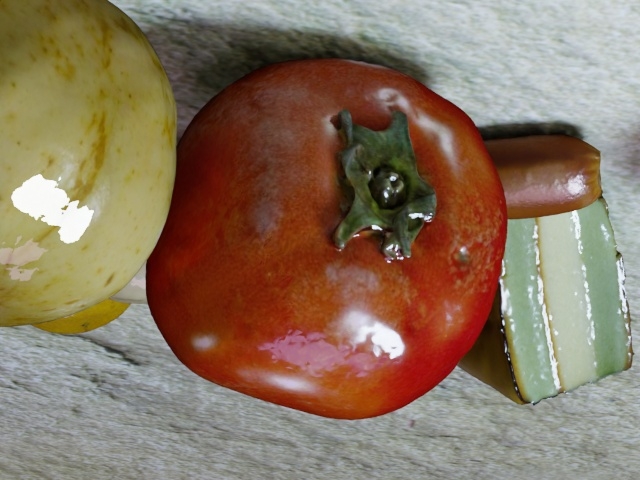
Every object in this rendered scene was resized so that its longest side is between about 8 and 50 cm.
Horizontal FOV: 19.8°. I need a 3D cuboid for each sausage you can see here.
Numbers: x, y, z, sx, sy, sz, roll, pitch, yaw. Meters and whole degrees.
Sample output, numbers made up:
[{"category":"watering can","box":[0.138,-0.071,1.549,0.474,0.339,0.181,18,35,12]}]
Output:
[{"category":"sausage","box":[0.137,-0.056,1.837,0.300,0.083,0.089,-5,-170,21]}]

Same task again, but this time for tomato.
[{"category":"tomato","box":[0.000,0.000,1.664,0.293,0.325,0.290,7,158,-21]}]

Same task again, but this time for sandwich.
[{"category":"sandwich","box":[0.216,0.033,1.996,0.155,0.227,0.198,-16,-159,-19]}]

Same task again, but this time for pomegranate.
[{"category":"pomegranate","box":[-0.289,-0.067,1.503,0.342,0.342,0.342,2,160,1]}]

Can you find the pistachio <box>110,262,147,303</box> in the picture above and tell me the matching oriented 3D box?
[{"category":"pistachio","box":[-0.149,0.009,1.946,0.200,0.117,0.145,-30,130,5]}]

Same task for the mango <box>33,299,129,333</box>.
[{"category":"mango","box":[-0.298,0.016,2.006,0.147,0.109,0.227,-43,125,6]}]
